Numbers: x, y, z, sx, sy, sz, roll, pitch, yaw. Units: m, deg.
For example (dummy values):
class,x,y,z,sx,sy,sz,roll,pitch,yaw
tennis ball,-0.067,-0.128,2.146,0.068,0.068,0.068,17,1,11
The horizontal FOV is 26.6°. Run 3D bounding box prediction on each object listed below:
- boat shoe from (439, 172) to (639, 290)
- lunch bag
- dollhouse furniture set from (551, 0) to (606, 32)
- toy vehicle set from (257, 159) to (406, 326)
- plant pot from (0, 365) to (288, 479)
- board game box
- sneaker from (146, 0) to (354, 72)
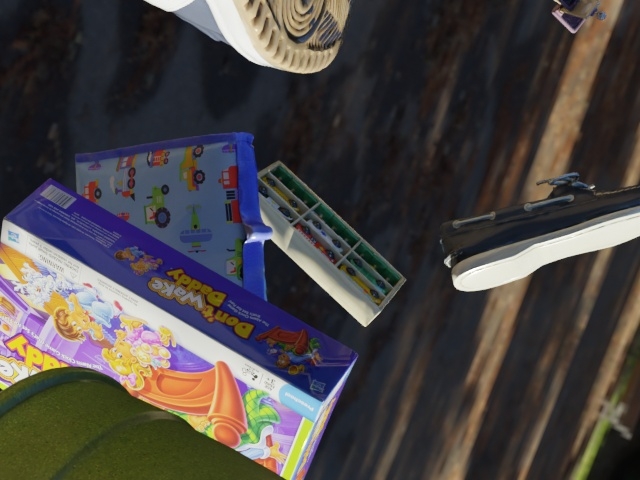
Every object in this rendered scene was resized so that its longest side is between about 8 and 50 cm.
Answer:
class,x,y,z,sx,sy,sz,roll,pitch,yaw
boat shoe,0.248,-0.022,1.391,0.095,0.254,0.079,46,25,-64
lunch bag,-0.163,-0.008,1.624,0.138,0.293,0.221,-1,88,-40
dollhouse furniture set,0.318,-0.307,1.570,0.114,0.091,0.081,-51,-156,0
toy vehicle set,0.000,0.000,1.971,0.035,0.267,0.166,-47,179,21
plant pot,-0.059,0.305,0.854,0.366,0.353,0.366,-49,147,-48
board game box,-0.159,0.122,1.327,0.078,0.347,0.233,-50,165,-47
sneaker,-0.094,-0.143,0.544,0.282,0.153,0.099,18,84,-65
